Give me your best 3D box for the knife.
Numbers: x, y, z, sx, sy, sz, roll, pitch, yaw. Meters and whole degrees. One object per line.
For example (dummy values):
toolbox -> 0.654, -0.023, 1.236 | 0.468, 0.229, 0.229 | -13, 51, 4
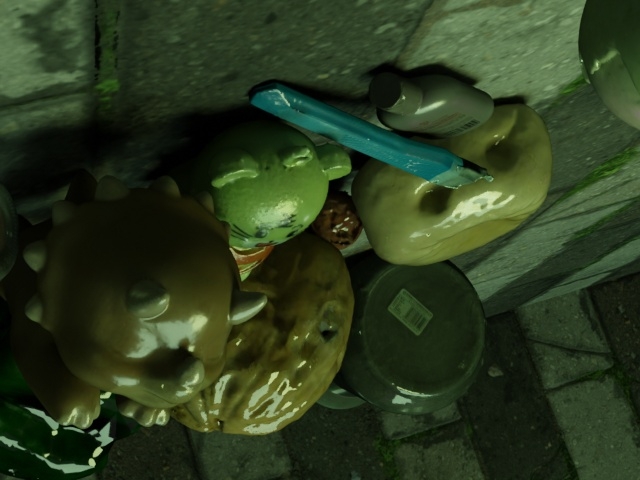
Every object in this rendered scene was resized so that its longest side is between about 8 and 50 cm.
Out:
knife -> 0.051, -0.087, 0.956 | 0.044, 0.026, 0.297 | -16, 157, 39

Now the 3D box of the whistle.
whistle -> -0.085, -0.024, 0.972 | 0.131, 0.106, 0.288 | -6, 163, -36

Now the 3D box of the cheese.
cheese -> 0.146, -0.056, 1.159 | 0.235, 0.117, 0.218 | -12, 165, -44

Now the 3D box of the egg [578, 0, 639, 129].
egg -> 0.275, -0.154, 0.759 | 0.183, 0.183, 0.217 | -11, 176, -32

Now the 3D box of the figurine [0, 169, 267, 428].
figurine -> -0.150, 0.022, 0.848 | 0.177, 0.247, 0.173 | 21, 112, -27

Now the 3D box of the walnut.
walnut -> -0.066, 0.085, 1.118 | 0.198, 0.245, 0.198 | 15, 147, 10

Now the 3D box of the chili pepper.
chili pepper -> -0.271, 0.101, 0.983 | 0.261, 0.165, 0.174 | 34, 118, -21

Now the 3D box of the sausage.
sausage -> 0.000, 0.001, 1.295 | 0.078, 0.078, 0.304 | -16, 169, -11

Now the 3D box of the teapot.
teapot -> 0.069, 0.151, 1.747 | 0.300, 0.253, 0.344 | 21, 160, -15

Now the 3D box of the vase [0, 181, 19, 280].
vase -> -0.307, -0.003, 0.764 | 0.183, 0.120, 0.120 | -3, 171, 12

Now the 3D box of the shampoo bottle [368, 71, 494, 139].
shampoo bottle -> 0.091, -0.119, 0.967 | 0.080, 0.040, 0.165 | -16, 170, 27
